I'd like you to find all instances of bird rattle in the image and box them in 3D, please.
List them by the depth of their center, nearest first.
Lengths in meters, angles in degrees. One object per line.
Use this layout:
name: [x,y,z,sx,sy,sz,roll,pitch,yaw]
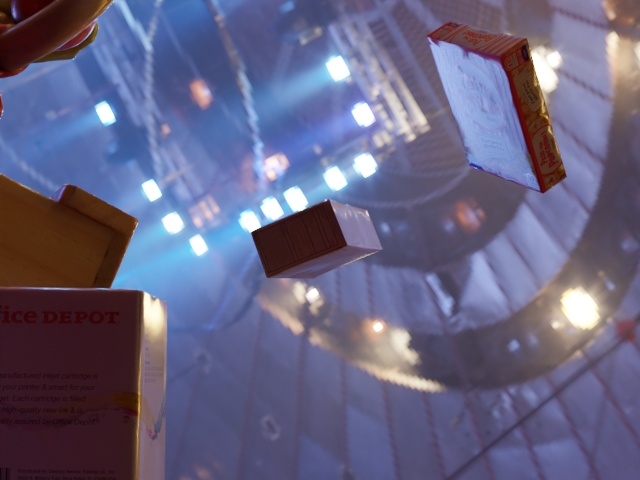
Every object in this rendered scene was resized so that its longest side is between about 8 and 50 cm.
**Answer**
bird rattle: [-0.277,-0.207,1.313,0.207,0.253,0.143,-26,-71,22]

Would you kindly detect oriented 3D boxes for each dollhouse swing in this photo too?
dollhouse swing: [-0.461,0.077,1.912,0.305,0.347,0.315,24,-12,-15]

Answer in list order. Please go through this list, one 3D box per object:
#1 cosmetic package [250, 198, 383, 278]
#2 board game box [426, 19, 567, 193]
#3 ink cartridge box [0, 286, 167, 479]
cosmetic package: [0.000,0.000,1.639,0.239,0.099,0.060,9,61,-79]
board game box: [0.214,-0.164,1.726,0.147,0.045,0.193,26,-35,54]
ink cartridge box: [-0.263,0.185,1.421,0.197,0.198,0.270,70,21,-84]
